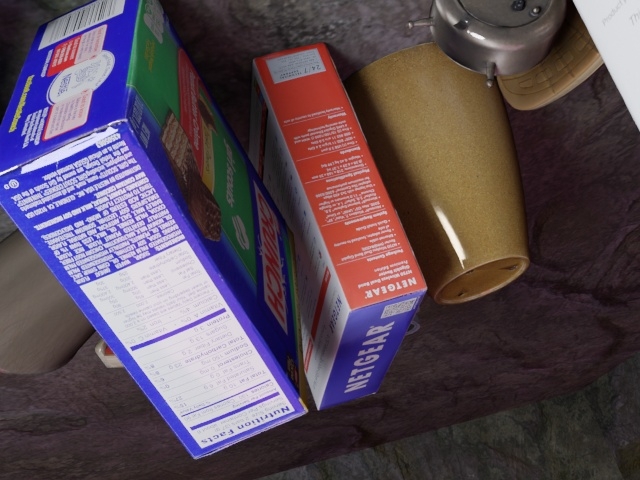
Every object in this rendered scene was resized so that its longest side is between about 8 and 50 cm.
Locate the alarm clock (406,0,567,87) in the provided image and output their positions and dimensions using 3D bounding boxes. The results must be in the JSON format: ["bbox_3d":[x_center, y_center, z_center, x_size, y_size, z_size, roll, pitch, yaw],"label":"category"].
[{"bbox_3d":[0.188,-0.243,0.933,0.192,0.129,0.064,-43,162,-23],"label":"alarm clock"}]

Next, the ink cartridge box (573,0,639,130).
[{"bbox_3d":[0.291,-0.262,0.620,0.286,0.394,0.166,-10,157,-24],"label":"ink cartridge box"}]

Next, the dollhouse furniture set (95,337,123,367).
[{"bbox_3d":[-0.228,0.110,1.193,0.184,0.129,0.129,-6,129,28],"label":"dollhouse furniture set"}]

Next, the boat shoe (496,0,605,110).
[{"bbox_3d":[0.328,-0.262,1.006,0.123,0.123,0.342,-1,144,-36],"label":"boat shoe"}]

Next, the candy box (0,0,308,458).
[{"bbox_3d":[-0.128,-0.021,0.810,0.122,0.268,0.317,-21,126,9],"label":"candy box"}]

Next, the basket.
[{"bbox_3d":[-0.300,0.038,1.111,0.227,0.154,0.204,-37,156,27],"label":"basket"}]

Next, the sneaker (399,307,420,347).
[{"bbox_3d":[0.140,0.052,1.423,0.319,0.208,0.127,-20,156,-2],"label":"sneaker"}]

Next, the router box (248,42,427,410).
[{"bbox_3d":[0.000,0.000,1.073,0.082,0.301,0.335,-15,157,-13],"label":"router box"}]

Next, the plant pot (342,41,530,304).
[{"bbox_3d":[0.143,-0.063,1.115,0.237,0.254,0.237,-17,156,-8],"label":"plant pot"}]
